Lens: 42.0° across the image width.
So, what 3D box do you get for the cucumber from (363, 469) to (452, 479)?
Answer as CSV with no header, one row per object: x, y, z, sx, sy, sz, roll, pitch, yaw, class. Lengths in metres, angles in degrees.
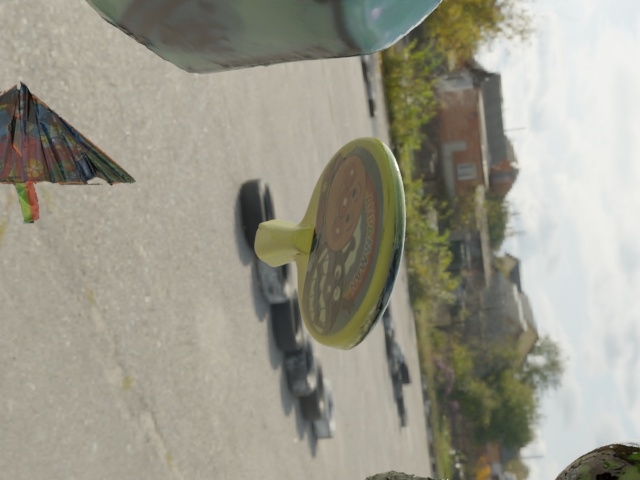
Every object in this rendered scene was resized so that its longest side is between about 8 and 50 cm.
0.107,0.240,0.772,0.257,0.043,0.044,-18,-123,59,cucumber

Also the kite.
-0.312,-0.085,0.845,0.183,0.241,0.014,99,-20,-45,kite

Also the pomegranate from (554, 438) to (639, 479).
0.158,0.181,0.414,0.125,0.163,0.138,25,16,-37,pomegranate

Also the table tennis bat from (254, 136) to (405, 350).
0.000,0.000,0.937,0.369,0.054,0.224,-177,-84,-68,table tennis bat

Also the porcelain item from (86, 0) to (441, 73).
-0.062,-0.217,0.368,0.157,0.281,0.286,-49,121,-20,porcelain item
